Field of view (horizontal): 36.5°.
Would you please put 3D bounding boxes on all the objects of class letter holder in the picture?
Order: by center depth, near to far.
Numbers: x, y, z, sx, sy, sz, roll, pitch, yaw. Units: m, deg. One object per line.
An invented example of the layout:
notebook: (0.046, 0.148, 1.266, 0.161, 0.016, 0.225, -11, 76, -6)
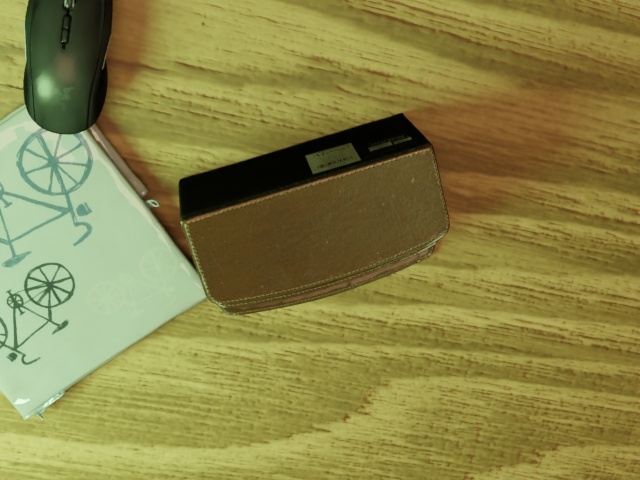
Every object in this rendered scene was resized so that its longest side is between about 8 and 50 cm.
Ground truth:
letter holder: (0.000, 0.000, 1.203, 0.302, 0.152, 0.214, -17, 113, -3)

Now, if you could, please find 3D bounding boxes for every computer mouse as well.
computer mouse: (-0.320, -0.257, 1.091, 0.184, 0.060, 0.261, 11, 96, -11)

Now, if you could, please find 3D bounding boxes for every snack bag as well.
snack bag: (-0.346, 0.023, 1.219, 0.323, 0.037, 0.342, -34, 110, 5)
